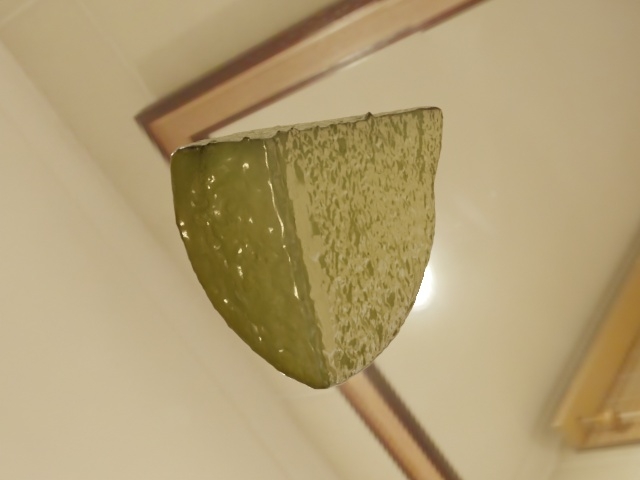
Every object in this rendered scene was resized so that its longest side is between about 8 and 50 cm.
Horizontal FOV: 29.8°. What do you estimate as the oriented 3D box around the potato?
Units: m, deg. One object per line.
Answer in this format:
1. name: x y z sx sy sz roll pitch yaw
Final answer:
1. potato: 0.000 0.000 0.603 0.149 0.081 0.120 -17 -81 -51
